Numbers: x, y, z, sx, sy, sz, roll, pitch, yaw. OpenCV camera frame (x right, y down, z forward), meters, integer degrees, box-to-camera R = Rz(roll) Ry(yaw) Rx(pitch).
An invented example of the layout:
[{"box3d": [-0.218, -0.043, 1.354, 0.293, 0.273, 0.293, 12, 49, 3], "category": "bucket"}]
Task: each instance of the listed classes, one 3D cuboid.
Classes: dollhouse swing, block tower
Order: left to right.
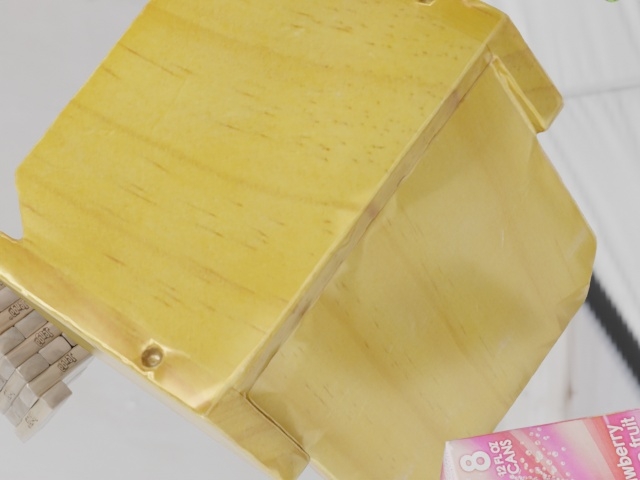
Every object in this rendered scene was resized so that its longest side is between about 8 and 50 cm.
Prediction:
[{"box3d": [-0.347, 0.028, 1.459, 0.335, 0.091, 0.097, 48, -127, 4], "category": "block tower"}, {"box3d": [0.000, 0.000, 1.192, 0.347, 0.315, 0.305, -54, -26, -11], "category": "dollhouse swing"}]

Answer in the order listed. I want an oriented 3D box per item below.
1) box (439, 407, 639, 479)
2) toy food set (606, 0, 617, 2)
[{"box3d": [0.155, 0.240, 0.709, 0.142, 0.154, 0.300, 92, 167, -54], "category": "box"}, {"box3d": [0.209, -0.172, 0.783, 0.128, 0.217, 0.071, 44, -136, -39], "category": "toy food set"}]
